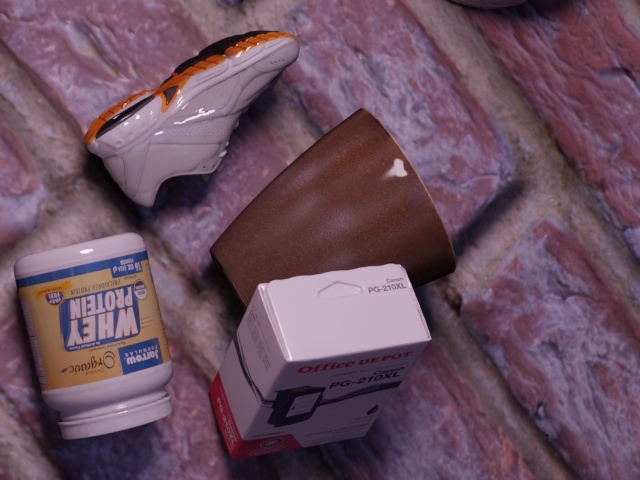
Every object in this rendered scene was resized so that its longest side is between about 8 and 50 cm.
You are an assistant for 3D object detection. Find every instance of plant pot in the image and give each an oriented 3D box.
[{"bbox_3d":[0.000,0.000,1.769,0.230,0.215,0.215,-30,98,-7],"label":"plant pot"}]

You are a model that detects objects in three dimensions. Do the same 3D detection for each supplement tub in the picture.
[{"bbox_3d":[-0.238,0.101,1.672,0.144,0.144,0.199,-14,91,-24],"label":"supplement tub"}]

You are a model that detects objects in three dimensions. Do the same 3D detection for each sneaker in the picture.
[{"bbox_3d":[-0.127,-0.136,1.738,0.262,0.099,0.121,-32,111,-9],"label":"sneaker"}]

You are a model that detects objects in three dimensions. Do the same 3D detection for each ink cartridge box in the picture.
[{"bbox_3d":[-0.005,0.135,1.713,0.172,0.237,0.100,-8,60,-24],"label":"ink cartridge box"}]

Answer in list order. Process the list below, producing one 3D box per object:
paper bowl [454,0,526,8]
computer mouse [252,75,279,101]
[{"bbox_3d":[0.228,-0.437,1.918,0.284,0.148,0.284,2,84,-22],"label":"paper bowl"},{"bbox_3d":[-0.115,-0.175,1.803,0.193,0.042,0.106,-43,102,-20],"label":"computer mouse"}]
